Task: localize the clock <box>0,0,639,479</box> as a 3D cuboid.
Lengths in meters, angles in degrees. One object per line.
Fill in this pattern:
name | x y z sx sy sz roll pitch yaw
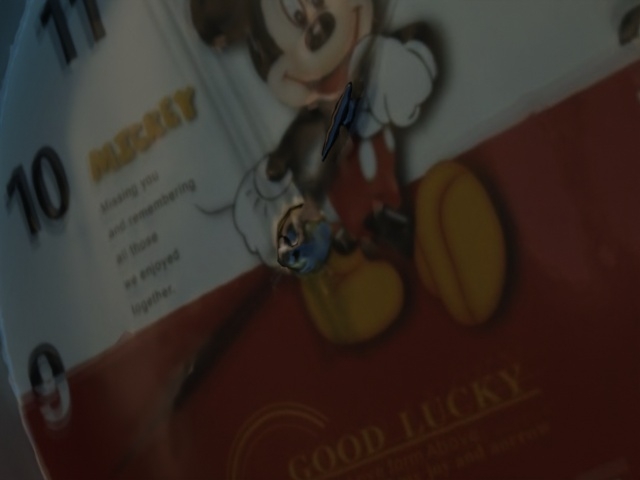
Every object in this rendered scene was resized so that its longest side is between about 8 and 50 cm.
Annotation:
clock | 0.000 0.000 0.437 0.080 0.318 0.318 -4 140 -49
